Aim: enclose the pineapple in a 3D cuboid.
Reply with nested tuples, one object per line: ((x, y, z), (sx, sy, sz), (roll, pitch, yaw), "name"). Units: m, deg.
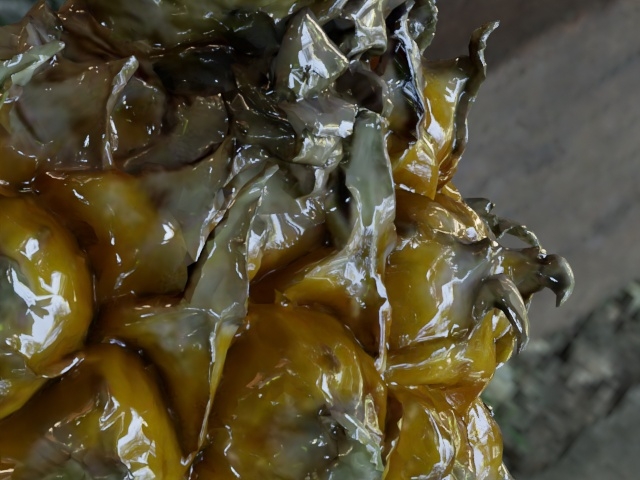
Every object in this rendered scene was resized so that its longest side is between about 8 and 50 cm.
((0.002, -0.001, 0.399), (0.164, 0.140, 0.250), (-49, 166, 21), "pineapple")
